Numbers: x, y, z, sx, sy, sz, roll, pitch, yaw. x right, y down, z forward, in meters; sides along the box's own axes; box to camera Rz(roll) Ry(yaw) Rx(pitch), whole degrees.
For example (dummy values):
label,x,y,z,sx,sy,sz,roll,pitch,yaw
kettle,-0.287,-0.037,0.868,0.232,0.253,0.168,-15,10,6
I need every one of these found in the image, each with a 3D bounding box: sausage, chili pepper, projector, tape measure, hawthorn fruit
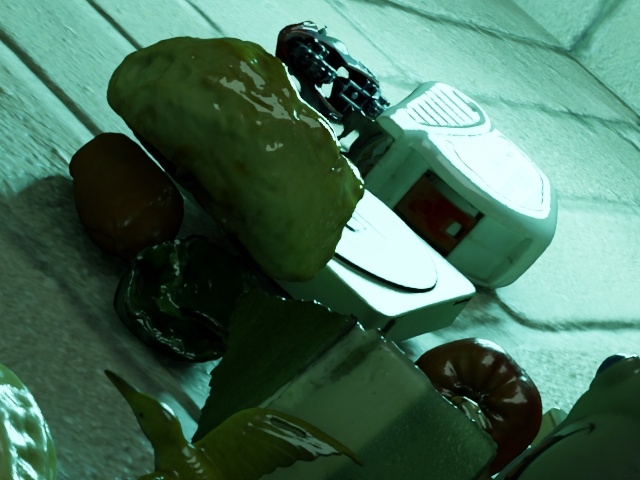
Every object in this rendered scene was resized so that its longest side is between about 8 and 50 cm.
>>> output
label,x,y,z,sx,sy,sz,roll,pitch,yaw
sausage,-0.165,-0.041,1.654,0.089,0.089,0.179,26,12,-30
chili pepper,-0.093,0.051,1.605,0.108,0.062,0.216,60,20,6
projector,0.000,0.000,1.863,0.259,0.079,0.257,43,19,16
tape measure,0.144,-0.063,2.216,0.265,0.130,0.258,44,21,2
hawthorn fruit,0.127,0.154,1.688,0.125,0.140,0.125,9,45,-9

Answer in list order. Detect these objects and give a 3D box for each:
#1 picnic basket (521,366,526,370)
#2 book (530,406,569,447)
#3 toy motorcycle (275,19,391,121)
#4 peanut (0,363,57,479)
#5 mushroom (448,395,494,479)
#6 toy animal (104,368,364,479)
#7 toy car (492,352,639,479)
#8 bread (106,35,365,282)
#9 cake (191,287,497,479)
label,x,y,z,sx,sy,sz,roll,pitch,yaw
picnic basket,0.165,0.141,1.856,0.083,0.065,0.083,38,1,-12
book,0.348,0.316,1.723,0.371,0.043,0.260,31,26,-29
toy motorcycle,0.015,-0.198,2.386,0.213,0.082,0.122,34,14,-49
peanut,-0.207,0.166,1.015,0.147,0.147,0.305,27,25,-28
mushroom,0.119,0.195,1.604,0.088,0.073,0.130,4,70,-36
toy animal,-0.101,0.160,1.278,0.155,0.095,0.219,43,50,16
toy car,0.251,0.254,1.358,0.336,0.242,0.226,45,-16,20
bread,-0.064,-0.082,1.638,0.244,0.134,0.244,48,-6,6
cake,-0.022,0.144,1.456,0.158,0.172,0.283,45,-8,-18
